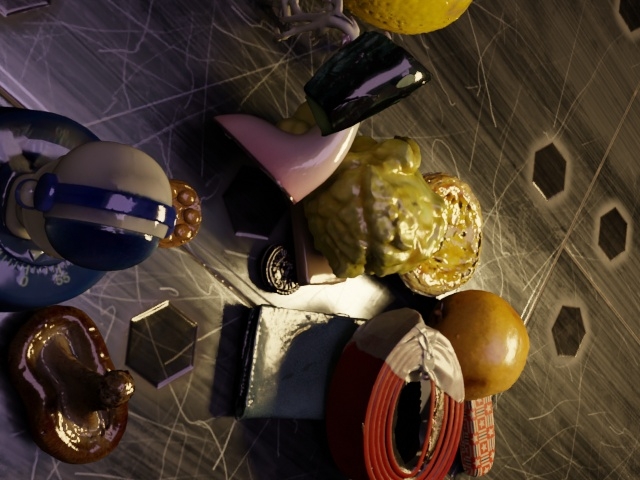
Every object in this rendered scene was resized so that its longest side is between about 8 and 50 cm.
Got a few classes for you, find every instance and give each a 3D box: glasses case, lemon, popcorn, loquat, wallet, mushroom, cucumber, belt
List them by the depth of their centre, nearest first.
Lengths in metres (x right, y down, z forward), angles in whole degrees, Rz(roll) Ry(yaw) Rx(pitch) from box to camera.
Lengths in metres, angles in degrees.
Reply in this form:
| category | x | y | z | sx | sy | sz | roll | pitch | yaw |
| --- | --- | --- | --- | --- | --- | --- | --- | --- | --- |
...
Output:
| category | x | y | z | sx | sy | sz | roll | pitch | yaw |
| --- | --- | --- | --- | --- | --- | --- | --- | --- | --- |
| mushroom | -0.296 | 0.203 | 1.124 | 0.148 | 0.217 | 0.227 | -37 | 115 | -33 |
| cucumber | 0.073 | -0.221 | 1.223 | 0.193 | 0.086 | 0.115 | -33 | 130 | -14 |
| popcorn | 0.088 | -0.048 | 1.404 | 0.256 | 0.195 | 0.255 | 26 | 62 | -25 |
| lemon | 0.140 | -0.473 | 1.437 | 0.310 | 0.258 | 0.258 | 30 | 73 | -35 |
| wallet | 0.000 | 0.000 | 1.459 | 0.118 | 0.039 | 0.152 | -2 | 81 | -48 |
| belt | 0.127 | 0.278 | 1.464 | 0.227 | 0.115 | 0.323 | -7 | 103 | -36 |
| wallet | 0.023 | 0.218 | 1.490 | 0.379 | 0.046 | 0.190 | 12 | 83 | -38 |
| loquat | 0.278 | 0.193 | 1.600 | 0.208 | 0.208 | 0.208 | -1 | 91 | -39 |
| glasses case | 0.303 | 0.364 | 1.712 | 0.073 | 0.049 | 0.194 | -8 | 96 | -40 |

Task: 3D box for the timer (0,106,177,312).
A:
| category | x | y | z | sx | sy | sz | roll | pitch | yaw |
| --- | --- | --- | --- | --- | --- | --- | --- | --- | --- |
| timer | -0.304 | -0.037 | 1.010 | 0.270 | 0.383 | 0.270 | -1 | 92 | -38 |

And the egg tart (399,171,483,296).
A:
| category | x | y | z | sx | sy | sz | roll | pitch | yaw |
| --- | --- | --- | --- | --- | --- | --- | --- | --- | --- |
| egg tart | 0.203 | -0.013 | 1.599 | 0.234 | 0.094 | 0.234 | -4 | 96 | -38 |

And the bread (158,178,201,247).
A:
| category | x | y | z | sx | sy | sz | roll | pitch | yaw |
| --- | --- | --- | --- | --- | --- | --- | --- | --- | --- |
| bread | -0.225 | -0.041 | 1.301 | 0.110 | 0.024 | 0.110 | -2 | 93 | -38 |

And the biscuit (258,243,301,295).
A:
| category | x | y | z | sx | sy | sz | roll | pitch | yaw |
| --- | --- | --- | --- | --- | --- | --- | --- | --- | --- |
| biscuit | -0.062 | 0.048 | 1.431 | 0.089 | 0.027 | 0.087 | -4 | 94 | -38 |

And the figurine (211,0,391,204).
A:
| category | x | y | z | sx | sy | sz | roll | pitch | yaw |
| --- | --- | --- | --- | --- | --- | --- | --- | --- | --- |
| figurine | -0.018 | -0.251 | 1.353 | 0.316 | 0.284 | 0.206 | -42 | 128 | -3 |
